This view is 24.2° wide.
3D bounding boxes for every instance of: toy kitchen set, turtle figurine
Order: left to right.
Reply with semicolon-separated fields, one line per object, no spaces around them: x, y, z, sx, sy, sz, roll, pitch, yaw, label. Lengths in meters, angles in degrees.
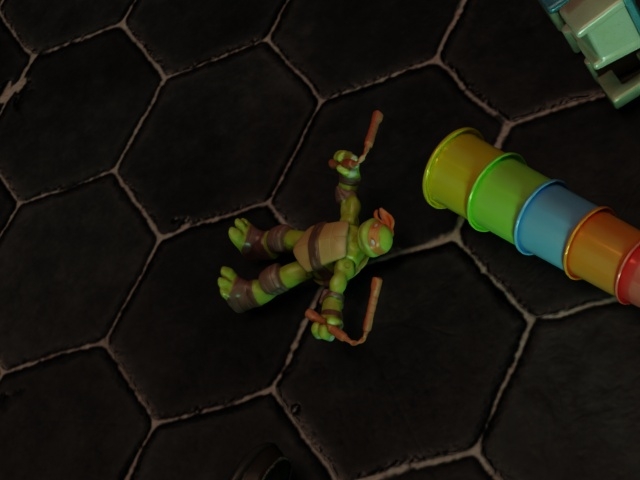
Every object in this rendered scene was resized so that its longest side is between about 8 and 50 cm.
0.000;0.000;1.626;0.217;0.087;0.269;-11;64;34;turtle figurine
0.298;-0.266;1.565;0.122;0.166;0.207;-33;50;9;toy kitchen set

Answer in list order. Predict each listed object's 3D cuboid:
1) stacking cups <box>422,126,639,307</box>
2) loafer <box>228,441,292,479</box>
0.248;-0.009;1.495;0.316;0.096;0.096;32;80;35;stacking cups
-0.061;0.309;1.478;0.078;0.080;0.220;7;70;23;loafer
